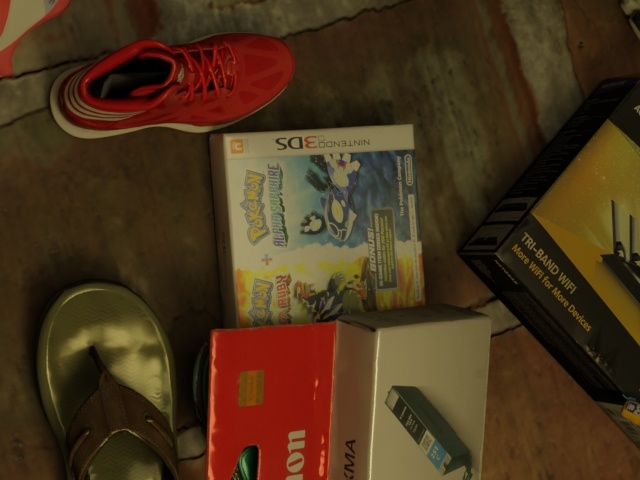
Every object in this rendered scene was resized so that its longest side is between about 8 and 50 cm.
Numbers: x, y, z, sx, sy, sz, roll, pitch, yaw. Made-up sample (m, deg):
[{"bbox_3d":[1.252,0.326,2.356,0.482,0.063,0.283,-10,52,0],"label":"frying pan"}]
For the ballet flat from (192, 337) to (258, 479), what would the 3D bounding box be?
[{"bbox_3d":[-0.074,0.165,1.307,0.070,0.070,0.188,-22,107,-21],"label":"ballet flat"}]

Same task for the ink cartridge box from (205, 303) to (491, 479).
[{"bbox_3d":[0.025,0.213,1.298,0.261,0.066,0.296,-4,100,-38],"label":"ink cartridge box"}]

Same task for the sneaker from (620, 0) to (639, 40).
[{"bbox_3d":[0.358,-0.329,1.482,0.118,0.110,0.292,0,90,-32],"label":"sneaker"}]

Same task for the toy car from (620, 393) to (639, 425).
[{"bbox_3d":[0.309,0.108,1.392,0.040,0.060,0.122,25,71,12],"label":"toy car"}]

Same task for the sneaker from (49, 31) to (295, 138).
[{"bbox_3d":[-0.106,-0.131,1.266,0.221,0.128,0.087,-18,97,-22],"label":"sneaker"}]

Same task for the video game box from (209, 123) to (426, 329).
[{"bbox_3d":[0.000,0.000,1.355,0.187,0.048,0.205,-5,92,-20],"label":"video game box"}]

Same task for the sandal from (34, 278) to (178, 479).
[{"bbox_3d":[-0.163,0.181,1.262,0.120,0.086,0.303,-8,93,-23],"label":"sandal"}]

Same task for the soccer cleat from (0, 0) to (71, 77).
[{"bbox_3d":[-0.221,-0.246,1.257,0.248,0.083,0.095,-52,137,-20],"label":"soccer cleat"}]

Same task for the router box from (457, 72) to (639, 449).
[{"bbox_3d":[0.319,0.031,1.469,0.309,0.081,0.243,45,73,-16],"label":"router box"}]
